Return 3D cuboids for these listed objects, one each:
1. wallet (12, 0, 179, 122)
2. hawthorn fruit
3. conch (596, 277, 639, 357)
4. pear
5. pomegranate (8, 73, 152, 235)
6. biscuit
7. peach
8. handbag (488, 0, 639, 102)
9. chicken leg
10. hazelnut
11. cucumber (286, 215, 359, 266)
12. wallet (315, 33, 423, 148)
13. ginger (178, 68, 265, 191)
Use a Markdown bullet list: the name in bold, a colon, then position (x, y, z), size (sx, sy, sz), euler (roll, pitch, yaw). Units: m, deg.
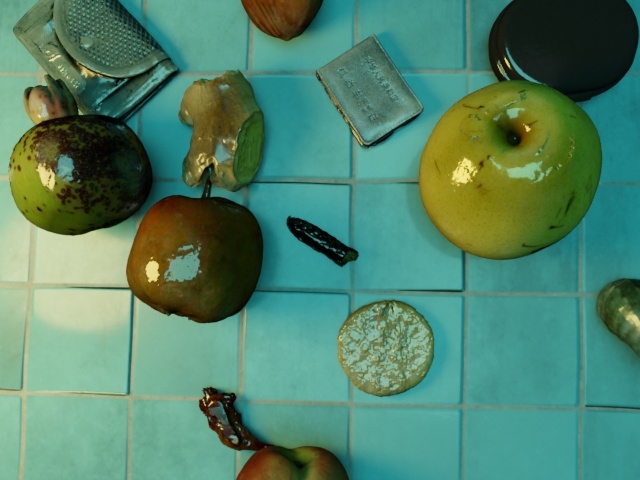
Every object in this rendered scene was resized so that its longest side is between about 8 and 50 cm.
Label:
- **wallet**: position (-0.522, -0.443, 1.178), size (0.237, 0.075, 0.342), euler (-42, 86, -3)
- **hawthorn fruit**: position (-0.243, 0.017, 1.055), size (0.268, 0.268, 0.301), euler (14, 86, 3)
- **conch**: position (0.725, 0.181, 1.045), size (0.277, 0.195, 0.220), euler (-7, 56, 27)
- **pear**: position (0.360, -0.133, 0.999), size (0.348, 0.348, 0.348), euler (0, 87, 3)
- **pomegranate**: position (-0.509, -0.185, 1.066), size (0.285, 0.285, 0.340), euler (-24, 88, 2)
- **biscuit**: position (0.143, 0.237, 1.130), size (0.220, 0.033, 0.220), euler (0, 88, 3)
- **peach**: position (-0.059, 0.537, 1.024), size (0.252, 0.252, 0.252), euler (0, 87, 3)
- **handbag**: position (0.521, -0.420, 1.112), size (0.308, 0.093, 0.253), euler (-6, 89, 2)
- **chicken leg**: position (-0.190, 0.410, 1.131), size (0.089, 0.048, 0.219), euler (-39, 86, 4)
- **hazelnut**: position (-0.075, -0.555, 1.115), size (0.210, 0.210, 0.186), euler (27, 66, 4)
- **cucumber**: position (0.000, 0.000, 1.141), size (0.181, 0.053, 0.053), euler (33, 89, 6)
- **wallet**: position (0.112, -0.335, 1.156), size (0.167, 0.036, 0.222), euler (-32, 86, 1)
- **ginger**: position (-0.229, -0.241, 1.128), size (0.221, 0.130, 0.275), euler (24, 90, 14)
